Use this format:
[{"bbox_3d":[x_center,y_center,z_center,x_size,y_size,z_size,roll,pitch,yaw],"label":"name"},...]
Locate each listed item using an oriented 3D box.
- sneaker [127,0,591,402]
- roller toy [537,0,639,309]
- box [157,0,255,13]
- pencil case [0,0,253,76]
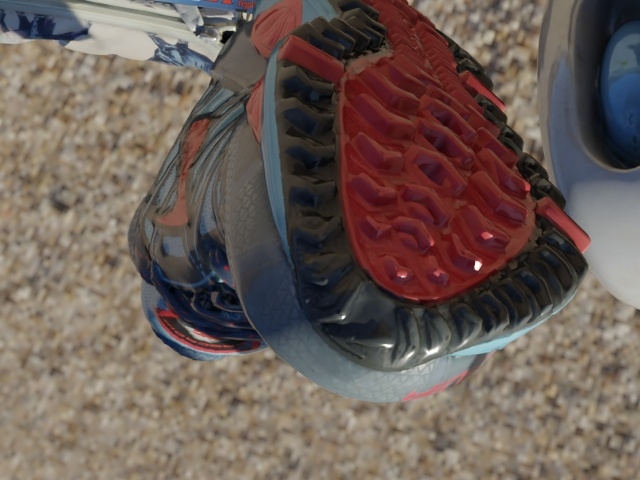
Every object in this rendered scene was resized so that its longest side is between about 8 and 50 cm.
[{"bbox_3d":[0.000,0.000,0.529,0.104,0.262,0.125,34,106,-11],"label":"sneaker"},{"bbox_3d":[0.192,-0.064,0.820,0.146,0.209,0.191,-6,122,33],"label":"roller toy"},{"bbox_3d":[-0.134,-0.238,1.105,0.233,0.044,0.159,7,115,-2],"label":"box"},{"bbox_3d":[-0.254,-0.244,1.615,0.410,0.183,0.160,6,106,-11],"label":"pencil case"}]
